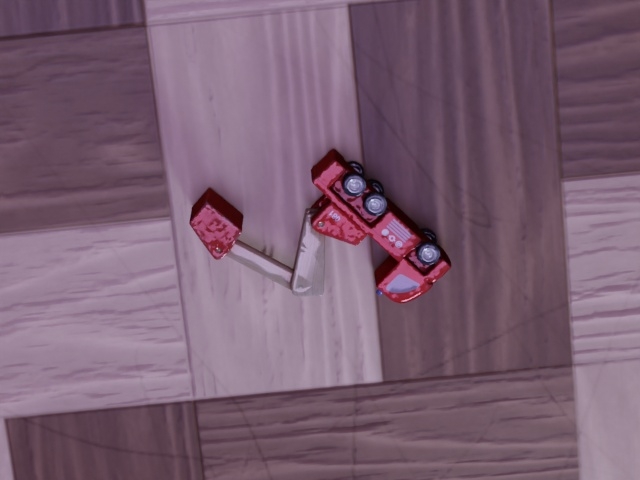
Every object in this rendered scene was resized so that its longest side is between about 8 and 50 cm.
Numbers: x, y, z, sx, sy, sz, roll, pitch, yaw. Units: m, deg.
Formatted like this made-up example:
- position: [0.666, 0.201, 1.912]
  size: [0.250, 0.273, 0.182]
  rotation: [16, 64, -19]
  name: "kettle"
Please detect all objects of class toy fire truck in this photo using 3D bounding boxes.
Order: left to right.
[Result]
- position: [0.000, 0.000, 1.503]
  size: [0.192, 0.047, 0.135]
  rotation: [42, 102, -13]
  name: "toy fire truck"
